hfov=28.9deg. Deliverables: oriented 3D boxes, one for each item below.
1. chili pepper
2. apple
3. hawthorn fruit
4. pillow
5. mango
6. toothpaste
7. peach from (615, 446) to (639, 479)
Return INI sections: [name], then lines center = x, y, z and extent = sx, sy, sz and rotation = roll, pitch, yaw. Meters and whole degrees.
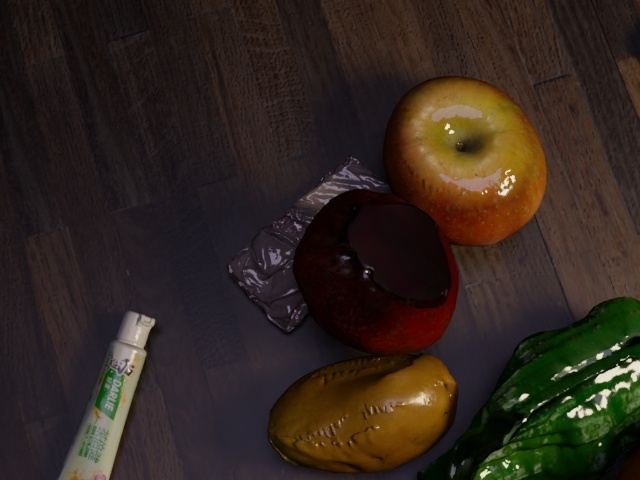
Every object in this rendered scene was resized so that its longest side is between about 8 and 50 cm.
[chili pepper]
center = 0.284, 0.218, 1.573
extent = 0.385, 0.213, 0.167
rotation = -32, 35, -6
[apple]
center = 0.191, -0.102, 1.659
extent = 0.210, 0.173, 0.235
rotation = -9, 67, 3
[hawthorn fruit]
center = 0.077, 0.047, 1.579
extent = 0.215, 0.250, 0.215
rotation = -5, 71, 16
[pillow]
center = 0.000, 0.000, 1.696
extent = 0.248, 0.049, 0.135
rotation = -41, 77, -10
[mango]
center = 0.054, 0.222, 1.583
extent = 0.248, 0.156, 0.151
rotation = -11, 76, 2
[toothpaste]
center = -0.291, 0.247, 1.641
extent = 0.058, 0.056, 0.314
rotation = 8, 76, 44
[peach]
center = 0.506, 0.360, 1.459
extent = 0.301, 0.343, 0.343
rotation = -35, 78, -19
